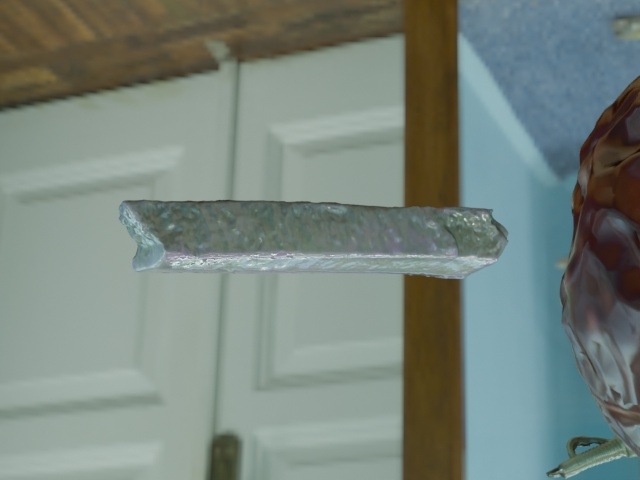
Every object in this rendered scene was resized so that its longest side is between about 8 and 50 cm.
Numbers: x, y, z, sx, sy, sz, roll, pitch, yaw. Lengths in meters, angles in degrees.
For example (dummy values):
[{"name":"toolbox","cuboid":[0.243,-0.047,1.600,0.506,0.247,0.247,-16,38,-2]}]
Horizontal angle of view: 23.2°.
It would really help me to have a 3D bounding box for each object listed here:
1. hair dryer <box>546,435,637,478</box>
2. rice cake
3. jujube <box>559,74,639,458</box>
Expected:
[{"name":"hair dryer","cuboid":[0.272,0.136,1.017,0.199,0.167,0.067,-39,149,-17]},{"name":"rice cake","cuboid":[0.000,0.000,1.285,0.365,0.056,0.073,1,164,-32]},{"name":"jujube","cuboid":[0.137,-0.006,0.319,0.176,0.112,0.109,-15,173,27]}]
